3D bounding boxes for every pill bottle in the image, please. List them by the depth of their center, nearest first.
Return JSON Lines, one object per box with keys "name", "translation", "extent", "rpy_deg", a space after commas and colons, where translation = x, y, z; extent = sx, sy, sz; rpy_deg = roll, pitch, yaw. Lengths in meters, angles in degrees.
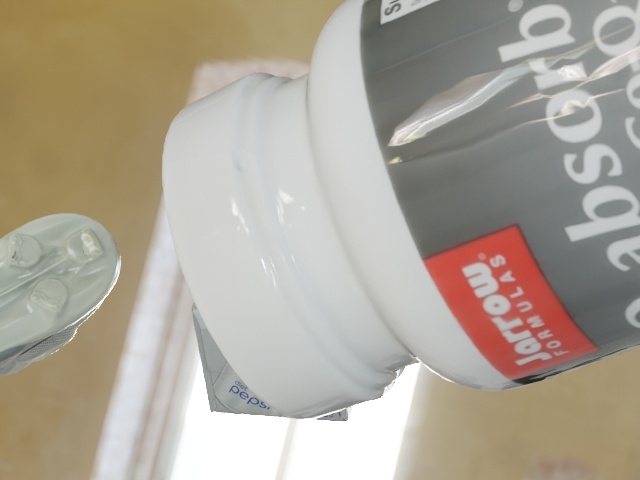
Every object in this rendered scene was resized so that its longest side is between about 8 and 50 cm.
{"name": "pill bottle", "translation": [0.124, -0.050, 0.920], "extent": [0.363, 0.210, 0.210], "rpy_deg": [-22, -22, 21]}

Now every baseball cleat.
{"name": "baseball cleat", "translation": [-0.188, 0.056, 0.928], "extent": [0.206, 0.072, 0.109], "rpy_deg": [-21, -16, -16]}

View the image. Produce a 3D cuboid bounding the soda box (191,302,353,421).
{"name": "soda box", "translation": [0.000, 0.000, 1.349], "extent": [0.098, 0.286, 0.091], "rpy_deg": [3, -55, 15]}
